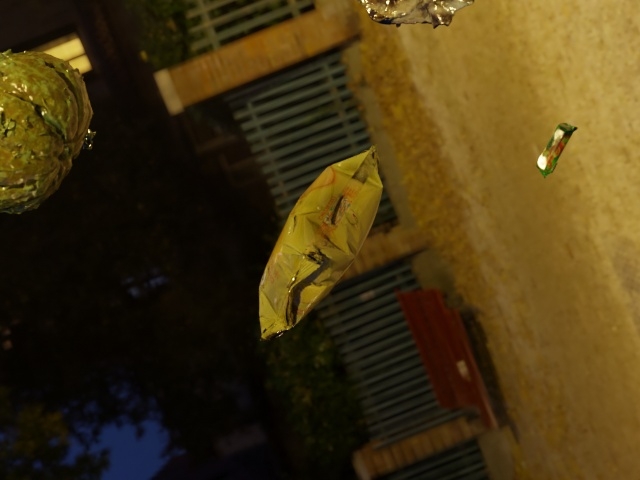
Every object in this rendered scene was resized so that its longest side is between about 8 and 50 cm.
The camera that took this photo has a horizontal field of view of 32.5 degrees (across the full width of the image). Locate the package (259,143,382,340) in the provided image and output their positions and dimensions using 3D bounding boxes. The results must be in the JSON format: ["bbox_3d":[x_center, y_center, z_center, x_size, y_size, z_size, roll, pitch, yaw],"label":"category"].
[{"bbox_3d":[0.000,0.000,1.264,0.226,0.090,0.168,-57,-2,-45],"label":"package"}]

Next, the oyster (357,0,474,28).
[{"bbox_3d":[0.098,-0.253,1.118,0.053,0.166,0.108,49,-129,-40],"label":"oyster"}]

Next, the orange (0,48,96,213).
[{"bbox_3d":[-0.545,-0.189,1.949,0.300,0.223,0.301,105,-170,-62],"label":"orange"}]

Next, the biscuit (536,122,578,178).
[{"bbox_3d":[0.352,-0.138,1.649,0.016,0.089,0.046,22,-165,-18],"label":"biscuit"}]
